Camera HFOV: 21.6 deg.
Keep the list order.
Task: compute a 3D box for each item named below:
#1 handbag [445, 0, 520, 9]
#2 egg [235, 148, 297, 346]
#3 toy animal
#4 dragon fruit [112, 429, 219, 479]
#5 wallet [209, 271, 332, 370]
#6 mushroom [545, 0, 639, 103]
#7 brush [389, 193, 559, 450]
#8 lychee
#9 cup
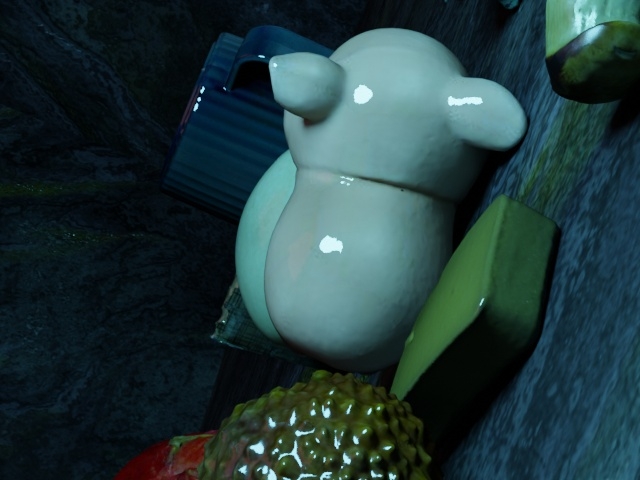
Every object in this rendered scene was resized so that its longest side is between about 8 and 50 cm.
[{"bbox_3d":[0.204,-0.419,1.794,0.274,0.100,0.269,-99,23,-45],"label":"handbag"},{"bbox_3d":[0.000,0.000,1.878,0.253,0.186,0.186,-65,6,-1],"label":"egg"},{"bbox_3d":[0.047,-0.042,1.571,0.269,0.237,0.326,105,178,-52],"label":"toy animal"},{"bbox_3d":[-0.106,0.295,1.611,0.252,0.241,0.241,80,-149,-77],"label":"dragon fruit"},{"bbox_3d":[0.000,0.000,2.009,0.317,0.169,0.044,-66,28,12],"label":"wallet"},{"bbox_3d":[0.232,-0.244,1.198,0.107,0.087,0.333,125,168,-69],"label":"mushroom"},{"bbox_3d":[0.111,0.067,1.261,0.197,0.059,0.123,120,173,-51],"label":"brush"},{"bbox_3d":[-0.001,0.187,1.215,0.200,0.200,0.238,118,159,-44],"label":"lychee"},{"bbox_3d":[-0.037,-0.116,2.140,0.308,0.292,0.242,174,118,-85],"label":"cup"}]
